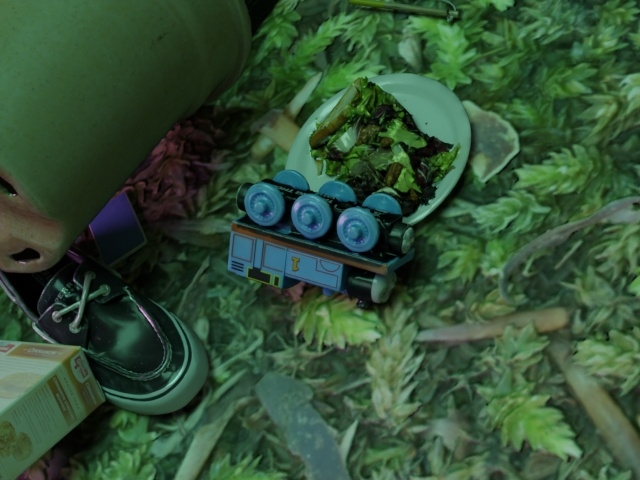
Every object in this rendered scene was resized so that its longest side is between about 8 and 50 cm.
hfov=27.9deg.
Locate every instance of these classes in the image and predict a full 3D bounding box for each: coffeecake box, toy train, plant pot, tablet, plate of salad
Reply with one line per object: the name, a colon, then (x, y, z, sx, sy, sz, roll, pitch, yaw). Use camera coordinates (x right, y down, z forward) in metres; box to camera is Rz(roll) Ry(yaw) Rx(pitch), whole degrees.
coffeecake box: (-0.322, 0.173, 1.216, 0.142, 0.068, 0.185, 0, 30, 39)
toy train: (0.000, 0.000, 1.209, 0.184, 0.105, 0.080, 16, 23, 23)
plant pot: (-0.281, -0.151, 1.263, 0.333, 0.334, 0.305, 6, 52, 30)
tablet: (-0.220, -0.012, 1.388, 0.054, 0.006, 0.083, -33, 50, 5)
plate of salad: (0.051, -0.090, 1.274, 0.199, 0.048, 0.200, -13, 55, 19)

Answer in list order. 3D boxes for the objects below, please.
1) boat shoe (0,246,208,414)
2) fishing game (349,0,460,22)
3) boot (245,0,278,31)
boat shoe: (-0.233, 0.067, 1.282, 0.108, 0.102, 0.301, -48, 51, -8)
fishing game: (0.129, -0.360, 1.414, 0.189, 0.041, 0.264, 19, 70, 32)
boot: (-0.162, -0.288, 1.492, 0.208, 0.076, 0.189, 28, 61, 30)
